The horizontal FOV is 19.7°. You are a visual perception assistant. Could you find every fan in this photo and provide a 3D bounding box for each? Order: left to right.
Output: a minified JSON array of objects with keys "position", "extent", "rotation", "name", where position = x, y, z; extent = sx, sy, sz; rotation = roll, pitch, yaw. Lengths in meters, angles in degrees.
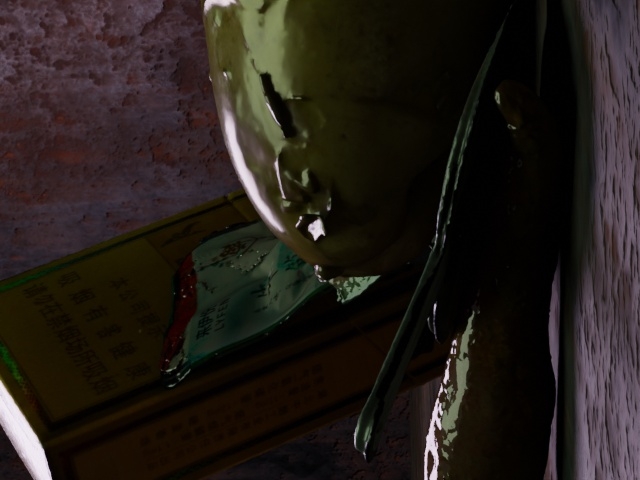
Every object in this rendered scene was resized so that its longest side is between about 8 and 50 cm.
[{"position":[0.050,-0.003,0.687],"extent":[0.152,0.008,0.227],"rotation":[94,-164,-46],"name":"fan"}]

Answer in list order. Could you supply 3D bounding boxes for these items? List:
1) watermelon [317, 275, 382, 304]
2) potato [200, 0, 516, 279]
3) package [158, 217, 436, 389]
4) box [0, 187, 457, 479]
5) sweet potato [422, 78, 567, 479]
[{"position":[0.056,-0.095,0.971],"extent":[0.146,0.128,0.231],"rotation":[-17,86,59],"name":"watermelon"},{"position":[0.012,-0.133,0.843],"extent":[0.173,0.140,0.300],"rotation":[174,91,-65],"name":"potato"},{"position":[0.000,0.000,1.144],"extent":[0.040,0.232,0.166],"rotation":[58,-160,-25],"name":"package"},{"position":[-0.073,0.062,1.246],"extent":[0.193,0.301,0.084],"rotation":[45,150,50],"name":"box"},{"position":[0.070,0.033,0.701],"extent":[0.050,0.050,0.214],"rotation":[-89,4,-62],"name":"sweet potato"}]
